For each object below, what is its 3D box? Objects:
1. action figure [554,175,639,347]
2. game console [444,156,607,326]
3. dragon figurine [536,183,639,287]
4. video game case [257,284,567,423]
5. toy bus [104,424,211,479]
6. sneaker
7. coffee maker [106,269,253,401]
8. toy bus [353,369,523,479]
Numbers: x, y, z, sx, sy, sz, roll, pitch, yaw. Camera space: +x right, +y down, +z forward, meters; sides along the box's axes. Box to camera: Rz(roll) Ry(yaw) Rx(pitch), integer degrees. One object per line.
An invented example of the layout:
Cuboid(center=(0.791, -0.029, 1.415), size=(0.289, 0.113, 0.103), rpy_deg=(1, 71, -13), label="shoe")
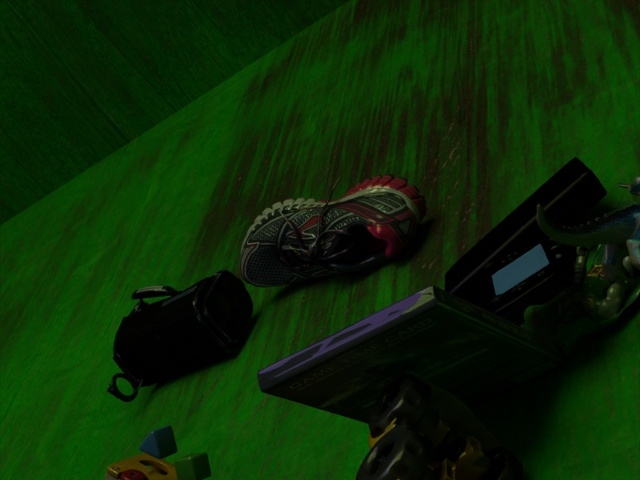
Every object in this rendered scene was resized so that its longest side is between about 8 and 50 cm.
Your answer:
Cuboid(center=(0.306, 0.024, 1.496), size=(0.137, 0.063, 0.232), rpy_deg=(-9, 37, 53), label="action figure")
Cuboid(center=(0.223, 0.012, 1.549), size=(0.213, 0.044, 0.361), rpy_deg=(-43, 5, 10), label="game console")
Cuboid(center=(0.328, -0.024, 1.355), size=(0.085, 0.289, 0.144), rpy_deg=(138, 148, -69), label="dragon figurine")
Cuboid(center=(0.095, 0.123, 1.387), size=(0.196, 0.274, 0.026), rpy_deg=(-28, 60, 24), label="video game case")
Cuboid(center=(-0.144, 0.306, 1.555), size=(0.191, 0.202, 0.104), rpy_deg=(-32, -11, 36), label="toy bus")
Cuboid(center=(0.000, 0.000, 1.986), size=(0.299, 0.121, 0.112), rpy_deg=(-23, 26, 35), label="sneaker")
Cuboid(center=(-0.196, 0.139, 2.052), size=(0.178, 0.120, 0.171), rpy_deg=(-24, 47, 36), label="coffee maker")
Cuboid(center=(0.067, 0.255, 1.296), size=(0.211, 0.149, 0.220), rpy_deg=(-47, 13, 21), label="toy bus")
